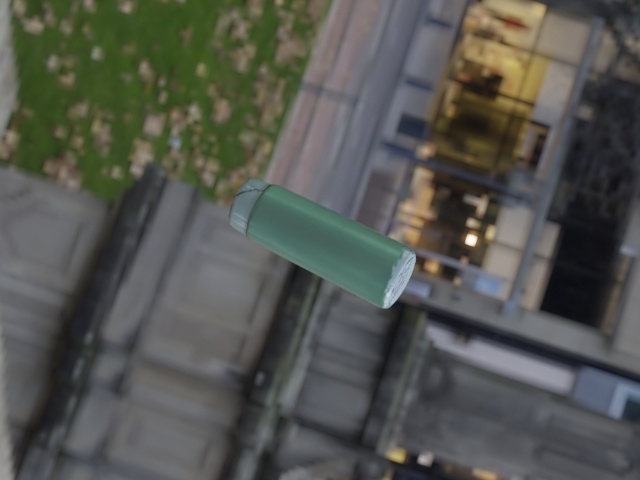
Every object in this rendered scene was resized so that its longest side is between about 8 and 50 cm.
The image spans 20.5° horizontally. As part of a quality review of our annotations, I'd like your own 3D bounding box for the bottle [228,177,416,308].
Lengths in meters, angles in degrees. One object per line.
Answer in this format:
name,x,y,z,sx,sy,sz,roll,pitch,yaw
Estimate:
bottle,0.000,0.000,0.787,0.030,0.083,0.030,-57,164,-25
